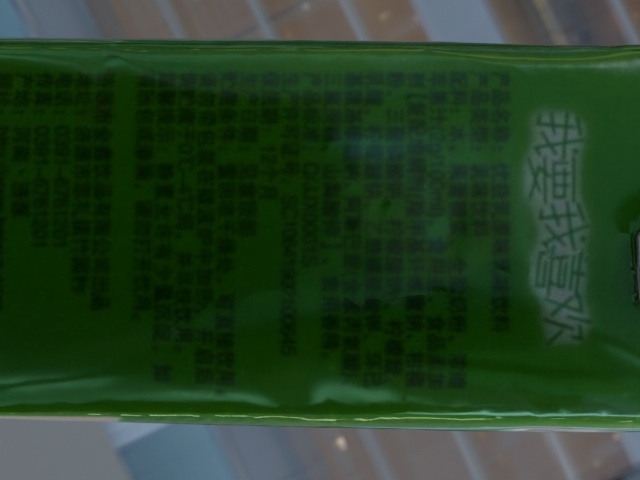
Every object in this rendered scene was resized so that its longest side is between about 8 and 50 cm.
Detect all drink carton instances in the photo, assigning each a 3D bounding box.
[{"bbox_3d":[0.000,0.000,0.542,0.161,0.271,0.108,51,-142,-86],"label":"drink carton"}]
